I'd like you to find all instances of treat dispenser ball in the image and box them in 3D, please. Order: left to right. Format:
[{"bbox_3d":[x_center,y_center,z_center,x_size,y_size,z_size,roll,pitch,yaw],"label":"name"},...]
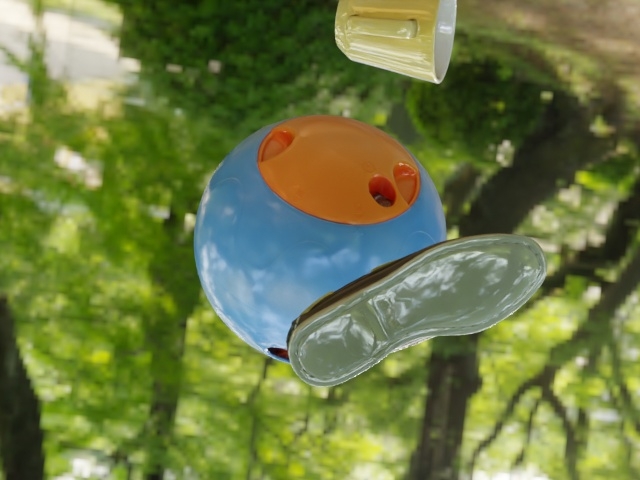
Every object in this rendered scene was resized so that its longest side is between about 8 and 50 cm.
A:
[{"bbox_3d":[0.000,0.000,1.733,0.288,0.288,0.288,6,175,1],"label":"treat dispenser ball"}]

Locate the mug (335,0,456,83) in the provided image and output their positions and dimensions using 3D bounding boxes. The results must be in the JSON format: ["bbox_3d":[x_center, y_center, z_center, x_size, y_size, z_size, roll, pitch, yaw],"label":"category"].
[{"bbox_3d":[0.042,-0.131,0.896,0.064,0.062,0.078,9,159,15],"label":"mug"}]

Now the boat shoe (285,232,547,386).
[{"bbox_3d":[0.076,0.048,1.272,0.227,0.081,0.069,-22,-168,-2],"label":"boat shoe"}]
